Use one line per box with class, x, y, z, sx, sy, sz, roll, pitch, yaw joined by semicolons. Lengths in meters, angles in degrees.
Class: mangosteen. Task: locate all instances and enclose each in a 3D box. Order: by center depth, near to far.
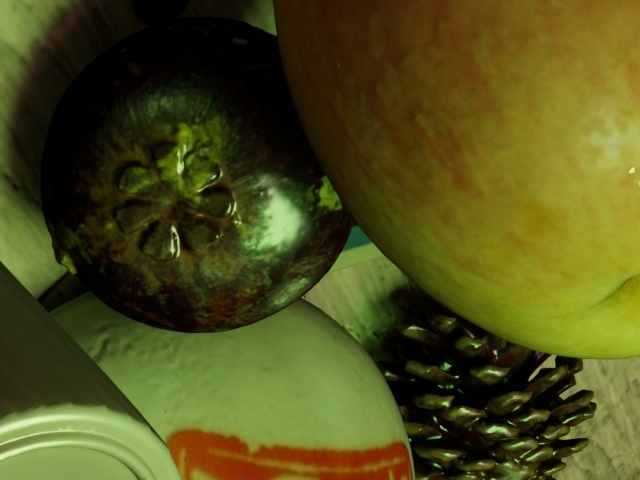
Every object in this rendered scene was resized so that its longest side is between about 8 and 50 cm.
mangosteen;-0.064;-0.043;1.109;0.217;0.192;0.192;-40;152;-73

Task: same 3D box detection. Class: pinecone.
pinecone;0.123;0.119;1.412;0.185;0.168;0.212;-4;119;-43

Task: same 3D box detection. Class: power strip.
power strip;0.000;0.000;1.284;0.123;0.056;0.032;-15;114;-40

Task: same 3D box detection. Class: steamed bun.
steamed bun;-0.085;0.212;1.203;0.374;0.241;0.374;-23;129;-32

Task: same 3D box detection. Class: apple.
apple;0.154;-0.110;0.957;0.364;0.364;0.364;-27;133;-33

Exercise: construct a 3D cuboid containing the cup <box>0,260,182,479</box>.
cup;-0.216;0.074;0.934;0.208;0.273;0.288;-10;124;-35
